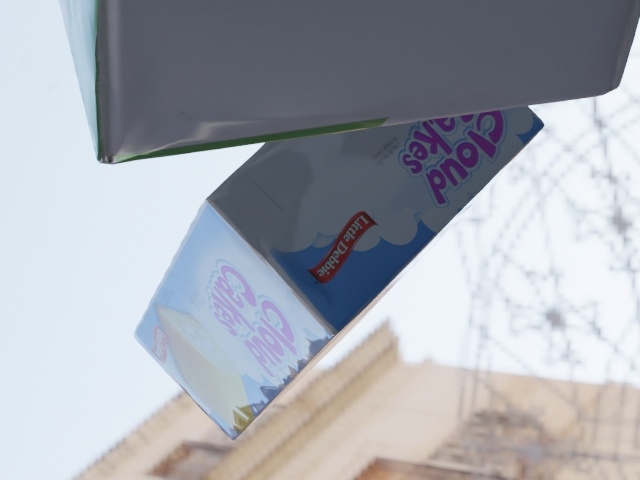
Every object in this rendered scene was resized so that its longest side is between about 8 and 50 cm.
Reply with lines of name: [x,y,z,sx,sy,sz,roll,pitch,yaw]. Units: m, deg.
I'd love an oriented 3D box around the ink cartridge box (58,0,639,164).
ink cartridge box: [-0.011,-0.140,0.583,0.160,0.219,0.092,-9,-38,-13]

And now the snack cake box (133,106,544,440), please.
snack cake box: [0.000,0.000,0.979,0.152,0.264,0.089,-42,-94,-20]
